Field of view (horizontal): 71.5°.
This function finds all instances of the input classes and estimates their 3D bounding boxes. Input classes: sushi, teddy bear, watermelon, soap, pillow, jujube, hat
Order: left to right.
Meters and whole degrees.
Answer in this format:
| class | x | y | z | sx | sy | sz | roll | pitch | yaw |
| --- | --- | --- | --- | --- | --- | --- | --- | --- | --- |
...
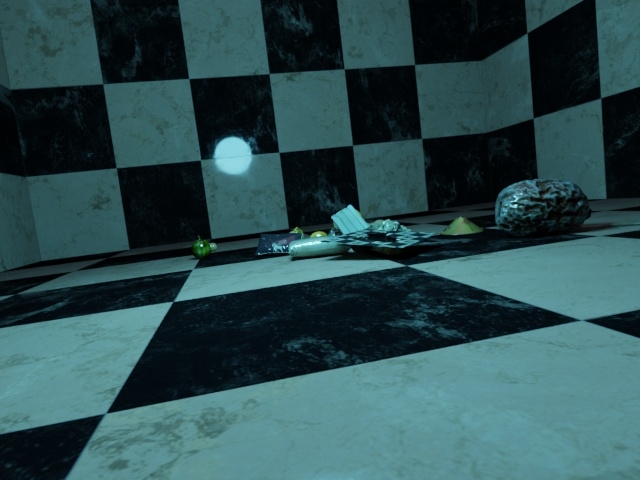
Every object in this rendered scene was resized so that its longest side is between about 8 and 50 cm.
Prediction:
| class | x | y | z | sx | sy | sz | roll | pitch | yaw |
| --- | --- | --- | --- | --- | --- | --- | --- | --- | --- |
| watermelon | -0.597 | 0.039 | 2.224 | 0.109 | 0.109 | 0.109 | -7 | 5 | 1 |
| pillow | -0.186 | 0.015 | 2.013 | 0.208 | 0.055 | 0.141 | -3 | 40 | 13 |
| pillow | -0.004 | 0.023 | 1.770 | 0.254 | 0.078 | 0.144 | -5 | 1 | -1 |
| soap | 0.141 | -0.067 | 2.003 | 0.114 | 0.063 | 0.198 | -32 | 41 | 0 |
| sushi | 0.219 | 0.020 | 1.640 | 0.339 | 0.069 | 0.320 | 4 | 12 | 36 |
| teddy bear | 0.304 | -0.040 | 1.896 | 0.213 | 0.111 | 0.133 | -12 | 11 | -37 |
| hat | 0.627 | -0.072 | 1.984 | 0.193 | 0.082 | 0.193 | -6 | 4 | 0 |
| jujube | 0.808 | -0.121 | 1.636 | 0.317 | 0.226 | 0.226 | -1 | 5 | 2 |

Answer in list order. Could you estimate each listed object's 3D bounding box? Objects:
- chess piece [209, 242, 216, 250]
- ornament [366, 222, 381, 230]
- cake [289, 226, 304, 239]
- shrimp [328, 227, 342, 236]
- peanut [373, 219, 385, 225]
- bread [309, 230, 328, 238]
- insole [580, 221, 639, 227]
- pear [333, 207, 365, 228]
| class | x | y | z | sx | sy | sz | roll | pitch | yaw |
| --- | --- | --- | --- | --- | --- | --- | --- | --- | --- |
| chess piece | -0.654 | 0.040 | 2.532 | 0.066 | 0.066 | 0.122 | -3 | 2 | 35 |
| ornament | 0.241 | -0.055 | 2.092 | 0.156 | 0.075 | 0.081 | 23 | -40 | -17 |
| cake | -0.141 | -0.003 | 2.091 | 0.184 | 0.116 | 0.079 | -5 | 5 | -36 |
| shrimp | 0.142 | -0.017 | 2.067 | 0.232 | 0.079 | 0.090 | 4 | -6 | 26 |
| peanut | 0.315 | -0.060 | 2.224 | 0.087 | 0.087 | 0.206 | -8 | 6 | -13 |
| bread | 0.000 | 0.000 | 1.870 | 0.082 | 0.056 | 0.115 | -14 | -38 | 12 |
| insole | 1.071 | -0.058 | 1.642 | 0.192 | 0.010 | 0.063 | -3 | 7 | 33 |
| pear | 0.147 | -0.078 | 2.216 | 0.178 | 0.178 | 0.178 | -7 | 5 | 1 |
